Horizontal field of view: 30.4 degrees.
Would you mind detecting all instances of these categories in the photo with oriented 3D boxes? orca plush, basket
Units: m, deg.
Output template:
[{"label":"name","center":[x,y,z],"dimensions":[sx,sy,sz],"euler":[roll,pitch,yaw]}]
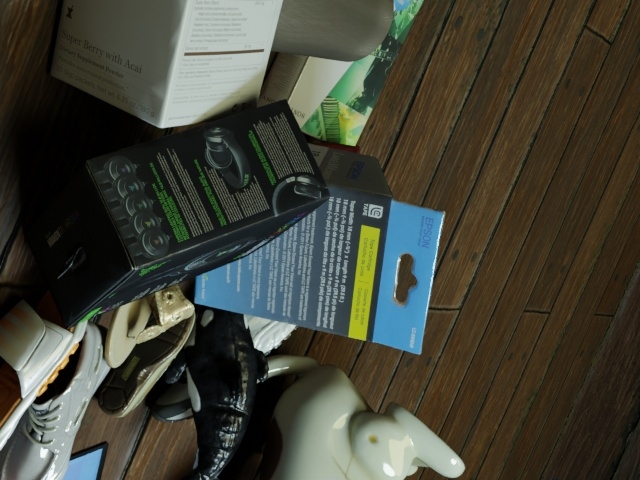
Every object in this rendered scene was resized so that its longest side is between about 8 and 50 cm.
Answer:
[{"label":"orca plush","center":[-0.150,0.219,1.675],"dimensions":[0.287,0.151,0.102],"euler":[-71,-165,-7]},{"label":"basket","center":[-0.025,-0.306,1.469],"dimensions":[0.204,0.154,0.227],"euler":[-36,154,29]}]

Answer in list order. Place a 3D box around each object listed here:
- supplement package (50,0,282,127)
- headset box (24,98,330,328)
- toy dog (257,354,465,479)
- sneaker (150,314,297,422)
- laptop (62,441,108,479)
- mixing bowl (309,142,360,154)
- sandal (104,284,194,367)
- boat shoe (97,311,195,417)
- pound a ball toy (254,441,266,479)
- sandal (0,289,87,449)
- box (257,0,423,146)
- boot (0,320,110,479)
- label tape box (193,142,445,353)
[{"label":"supplement package","center":[-0.154,-0.295,1.293],"dimensions":[0.175,0.177,0.293],"euler":[-16,127,-55]},{"label":"headset box","center":[-0.177,-0.026,1.357],"dimensions":[0.283,0.131,0.246],"euler":[-22,174,-35]},{"label":"toy dog","center":[-0.025,0.425,1.912],"dimensions":[0.395,0.284,0.408],"euler":[46,69,-16]},{"label":"sneaker","center":[-0.158,0.165,1.778],"dimensions":[0.271,0.100,0.108],"euler":[-45,111,-15]},{"label":"laptop","center":[-0.360,0.441,1.610],"dimensions":[0.136,0.264,0.234],"euler":[7,111,-21]},{"label":"mixing bowl","center":[-0.020,-0.074,1.746],"dimensions":[0.181,0.098,0.181],"euler":[-158,-90,-82]},{"label":"sandal","center":[-0.198,0.070,1.547],"dimensions":[0.088,0.079,0.240],"euler":[84,22,-46]},{"label":"boat shoe","center":[-0.241,0.166,1.667],"dimensions":[0.190,0.068,0.072],"euler":[-50,162,-3]},{"label":"pound a ball toy","center":[-0.120,0.525,2.110],"dimensions":[0.208,0.135,0.319],"euler":[46,75,-23]},{"label":"sandal","center":[-0.370,0.152,1.390],"dimensions":[0.076,0.102,0.265],"euler":[44,69,-41]},{"label":"box","center":[0.044,-0.301,1.736],"dimensions":[0.232,0.058,0.322],"euler":[18,100,-61]},{"label":"boot","center":[-0.347,0.214,1.470],"dimensions":[0.123,0.095,0.258],"euler":[66,46,-75]},{"label":"label tape box","center":[0.000,0.000,1.621],"dimensions":[0.106,0.333,0.241],"euler":[-64,164,-55]}]
